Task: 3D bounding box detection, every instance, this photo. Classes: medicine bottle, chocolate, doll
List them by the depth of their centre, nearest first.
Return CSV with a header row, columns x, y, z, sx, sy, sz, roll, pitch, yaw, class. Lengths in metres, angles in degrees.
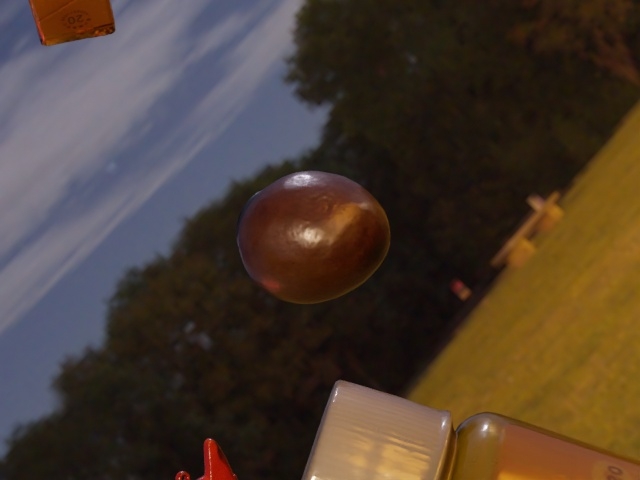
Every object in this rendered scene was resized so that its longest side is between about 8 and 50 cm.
x,y,z,sx,sy,sz,roll,pitch,yaw,class
0.168,0.276,1.533,0.224,0.384,0.224,19,-90,-89,medicine bottle
-0.105,0.309,1.765,0.057,0.169,0.109,-6,38,53,doll
0.000,0.000,1.819,0.177,0.177,0.177,-48,-2,-2,chocolate

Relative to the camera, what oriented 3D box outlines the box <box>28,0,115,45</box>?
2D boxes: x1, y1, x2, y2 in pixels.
x,y,z,sx,sy,sz,roll,pitch,yaw,class
-0.215,-0.281,1.249,0.070,0.152,0.237,-14,-29,-4,box
